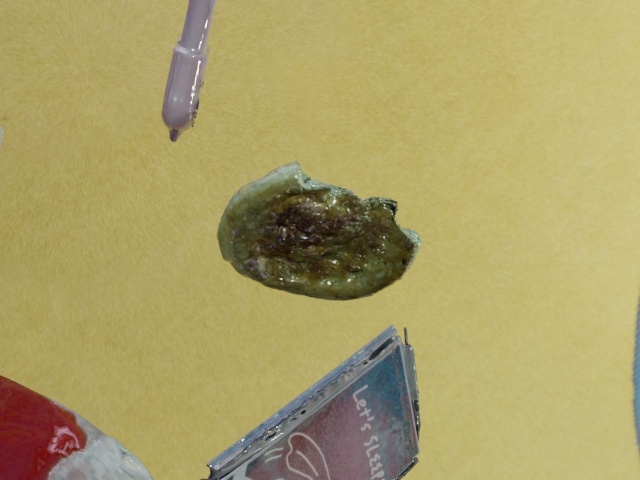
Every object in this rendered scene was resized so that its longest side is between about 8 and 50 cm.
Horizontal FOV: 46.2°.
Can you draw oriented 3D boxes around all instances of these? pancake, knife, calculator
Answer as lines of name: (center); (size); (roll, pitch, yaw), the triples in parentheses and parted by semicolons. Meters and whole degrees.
pancake: (-0.004, 0.002, 0.475); (0.130, 0.022, 0.116); (19, 137, -23)
knife: (-0.079, -0.265, 0.579); (0.038, 0.132, 0.398); (12, 112, -9)
calculator: (0.007, 0.199, 0.672); (0.274, 0.028, 0.165); (-28, 117, -42)

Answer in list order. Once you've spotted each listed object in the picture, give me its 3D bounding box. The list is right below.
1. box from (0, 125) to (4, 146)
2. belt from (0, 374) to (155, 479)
box: (-0.314, -0.131, 0.574); (0.050, 0.041, 0.207); (-6, 149, 4)
belt: (-0.234, 0.163, 0.376); (0.324, 0.115, 0.227); (4, 123, 3)
